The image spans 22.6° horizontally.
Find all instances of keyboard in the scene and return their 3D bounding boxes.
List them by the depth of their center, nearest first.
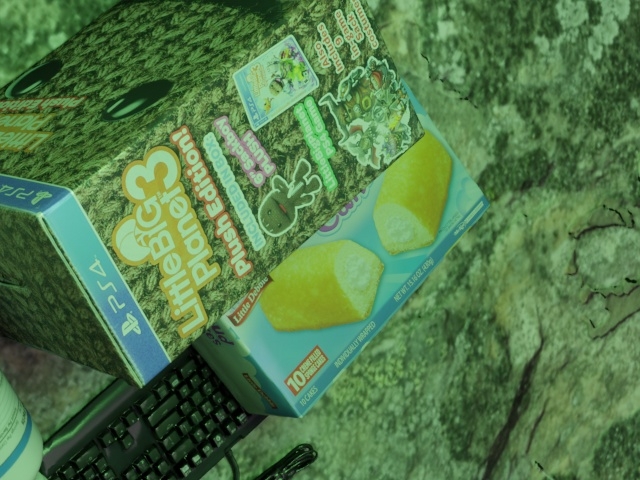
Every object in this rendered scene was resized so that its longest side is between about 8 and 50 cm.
[{"bbox_3d":[-0.082,0.159,1.332,0.317,0.033,0.202,-41,122,-27],"label":"keyboard"}]

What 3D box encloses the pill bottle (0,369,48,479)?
[{"bbox_3d":[-0.269,0.130,1.106,0.124,0.124,0.222,-41,122,-27],"label":"pill bottle"}]

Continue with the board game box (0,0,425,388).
[{"bbox_3d":[-0.117,-0.059,1.130,0.291,0.232,0.141,-42,121,-27],"label":"board game box"}]

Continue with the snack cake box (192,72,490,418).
[{"bbox_3d":[0.000,0.000,1.313,0.264,0.089,0.152,-47,112,-26],"label":"snack cake box"}]
